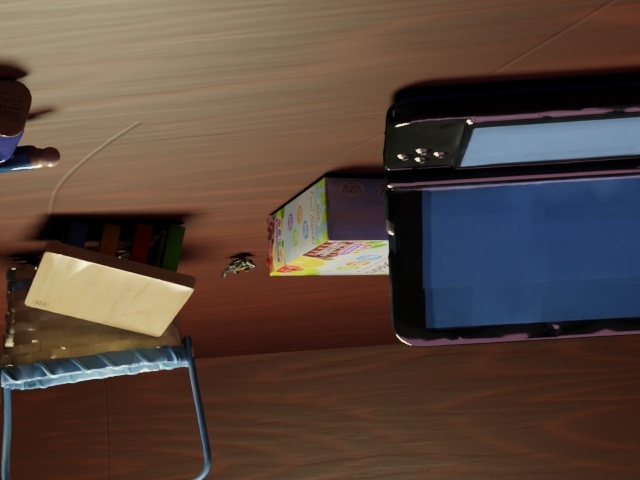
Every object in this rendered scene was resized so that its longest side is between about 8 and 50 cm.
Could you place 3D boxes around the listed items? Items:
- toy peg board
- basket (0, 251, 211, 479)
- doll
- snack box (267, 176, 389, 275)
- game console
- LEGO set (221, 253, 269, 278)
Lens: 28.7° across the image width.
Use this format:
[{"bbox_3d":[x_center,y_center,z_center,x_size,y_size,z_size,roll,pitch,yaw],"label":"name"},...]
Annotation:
[{"bbox_3d":[-0.230,0.028,1.389,0.160,0.079,0.161,15,152,-15],"label":"toy peg board"},{"bbox_3d":[-0.268,0.165,1.542,0.255,0.289,0.201,-4,168,1],"label":"basket"},{"bbox_3d":[-0.254,-0.069,0.912,0.129,0.046,0.189,2,169,-23],"label":"doll"},{"bbox_3d":[0.056,-0.011,1.287,0.174,0.070,0.207,0,171,-19],"label":"snack box"},{"bbox_3d":[0.202,-0.014,1.020,0.293,0.173,0.250,-4,170,1],"label":"game console"},{"bbox_3d":[-0.091,0.026,1.608,0.083,0.023,0.054,-17,173,-2],"label":"LEGO set"}]
